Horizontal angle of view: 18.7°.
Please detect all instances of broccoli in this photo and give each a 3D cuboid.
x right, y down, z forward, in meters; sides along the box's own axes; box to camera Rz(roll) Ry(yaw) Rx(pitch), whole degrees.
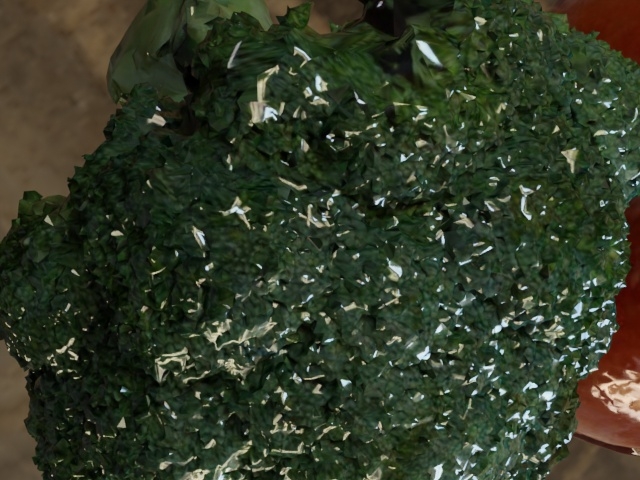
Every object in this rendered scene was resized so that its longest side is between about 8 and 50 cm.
[{"bbox_3d":[0.000,0.000,0.735,0.270,0.270,0.270,93,-23,-43],"label":"broccoli"}]

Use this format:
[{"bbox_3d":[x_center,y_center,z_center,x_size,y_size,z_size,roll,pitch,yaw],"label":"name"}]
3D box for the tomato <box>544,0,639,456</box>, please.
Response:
[{"bbox_3d":[0.162,-0.019,0.837,0.199,0.228,0.112,6,-5,9],"label":"tomato"}]
